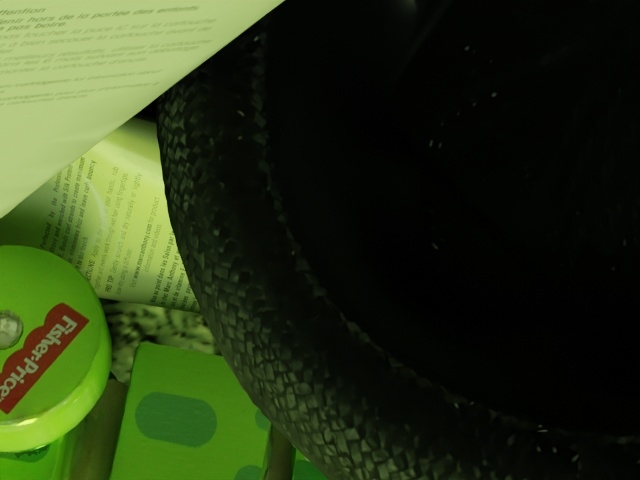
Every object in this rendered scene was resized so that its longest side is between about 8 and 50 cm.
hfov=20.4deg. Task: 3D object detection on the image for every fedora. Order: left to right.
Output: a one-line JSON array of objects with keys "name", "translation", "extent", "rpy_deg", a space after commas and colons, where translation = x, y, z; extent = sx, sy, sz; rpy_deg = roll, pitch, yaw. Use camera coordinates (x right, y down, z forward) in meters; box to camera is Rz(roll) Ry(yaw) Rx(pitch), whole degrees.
[{"name": "fedora", "translation": [0.123, -0.058, 0.495], "extent": [0.334, 0.334, 0.152], "rpy_deg": [-29, 157, 15]}]

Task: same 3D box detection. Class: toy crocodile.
[{"name": "toy crocodile", "translation": [-0.036, 0.080, 0.613], "extent": [0.341, 0.105, 0.115], "rpy_deg": [6, 154, 2]}]

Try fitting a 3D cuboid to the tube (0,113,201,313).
[{"name": "tube", "translation": [0.000, 0.000, 0.629], "extent": [0.240, 0.062, 0.070], "rpy_deg": [10, 91, -10]}]

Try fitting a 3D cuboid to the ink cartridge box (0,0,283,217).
[{"name": "ink cartridge box", "translation": [-0.104, -0.059, 0.426], "extent": [0.165, 0.065, 0.333], "rpy_deg": [-9, 169, -38]}]
